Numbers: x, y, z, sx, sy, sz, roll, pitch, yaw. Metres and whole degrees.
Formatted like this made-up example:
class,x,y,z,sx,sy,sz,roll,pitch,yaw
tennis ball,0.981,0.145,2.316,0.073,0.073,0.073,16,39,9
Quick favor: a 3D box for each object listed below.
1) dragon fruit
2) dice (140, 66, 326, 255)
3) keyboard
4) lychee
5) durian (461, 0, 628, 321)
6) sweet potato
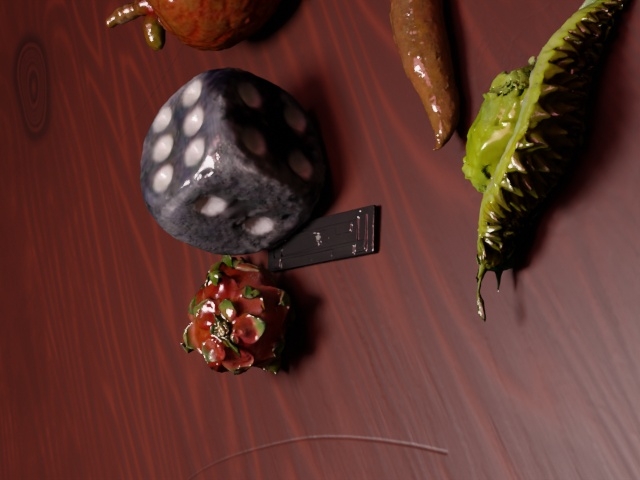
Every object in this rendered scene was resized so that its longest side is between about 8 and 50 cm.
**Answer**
class,x,y,z,sx,sy,sz,roll,pitch,yaw
dragon fruit,-0.109,0.093,1.514,0.137,0.135,0.236,-67,19,9
dice,-0.115,-0.100,1.513,0.181,0.183,0.182,-37,45,33
keyboard,0.000,0.000,1.489,0.204,0.013,0.061,-12,70,47
lychee,-0.176,-0.386,1.631,0.300,0.255,0.255,-36,46,-3
durian,0.212,-0.102,1.202,0.132,0.106,0.375,32,99,55
sweet potato,0.117,-0.246,1.386,0.072,0.066,0.314,-30,60,49
